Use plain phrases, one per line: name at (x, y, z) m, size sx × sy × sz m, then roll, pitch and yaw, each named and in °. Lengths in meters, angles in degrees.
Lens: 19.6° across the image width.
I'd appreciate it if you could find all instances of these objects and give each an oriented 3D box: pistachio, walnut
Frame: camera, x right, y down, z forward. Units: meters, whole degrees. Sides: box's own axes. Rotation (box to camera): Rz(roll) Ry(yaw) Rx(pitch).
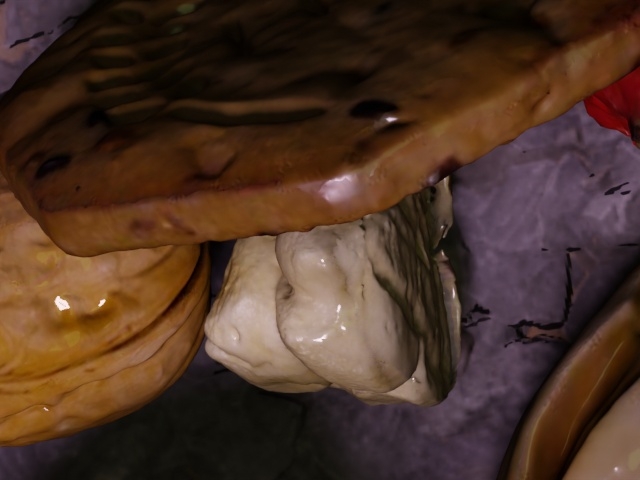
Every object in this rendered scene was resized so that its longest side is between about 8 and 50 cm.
pistachio at (0.195, 0.123, 0.975) m, size 0.288 × 0.166 × 0.197 m, roll -49°, pitch 127°, yaw -11°
walnut at (-0.136, 0.029, 0.918) m, size 0.180 × 0.144 × 0.144 m, roll -26°, pitch 96°, yaw -17°

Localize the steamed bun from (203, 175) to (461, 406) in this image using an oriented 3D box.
steamed bun at (0.000, 0.000, 0.929) m, size 0.106 × 0.192 × 0.178 m, roll -6°, pitch 89°, yaw 16°

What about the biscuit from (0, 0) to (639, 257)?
biscuit at (0.010, -0.104, 0.848) m, size 0.359 × 0.359 × 0.046 m, roll -28°, pitch 118°, yaw -10°

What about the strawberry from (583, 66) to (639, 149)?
strawberry at (0.267, -0.147, 0.951) m, size 0.257 × 0.257 × 0.277 m, roll 20°, pitch 71°, yaw -11°
